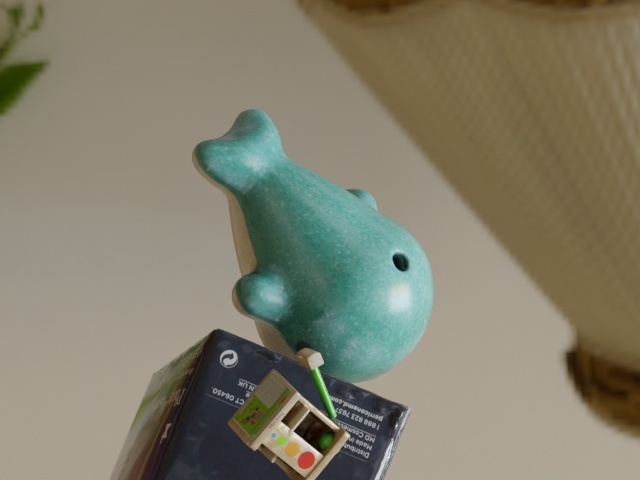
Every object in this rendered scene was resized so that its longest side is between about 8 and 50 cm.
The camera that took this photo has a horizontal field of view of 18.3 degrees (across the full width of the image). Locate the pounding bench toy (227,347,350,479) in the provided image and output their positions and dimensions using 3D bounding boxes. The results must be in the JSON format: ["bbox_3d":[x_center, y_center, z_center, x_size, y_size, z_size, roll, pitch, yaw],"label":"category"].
[{"bbox_3d":[-0.011,0.127,1.436,0.083,0.065,0.052,-50,-154,-2],"label":"pounding bench toy"}]

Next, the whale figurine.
[{"bbox_3d":[0.000,0.000,1.813,0.141,0.272,0.216,-25,-171,43],"label":"whale figurine"}]

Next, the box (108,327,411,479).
[{"bbox_3d":[-0.091,0.254,1.637,0.183,0.294,0.296,23,164,-9],"label":"box"}]
